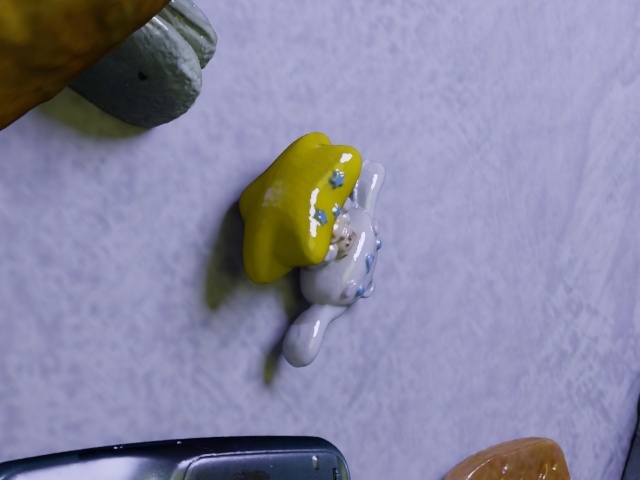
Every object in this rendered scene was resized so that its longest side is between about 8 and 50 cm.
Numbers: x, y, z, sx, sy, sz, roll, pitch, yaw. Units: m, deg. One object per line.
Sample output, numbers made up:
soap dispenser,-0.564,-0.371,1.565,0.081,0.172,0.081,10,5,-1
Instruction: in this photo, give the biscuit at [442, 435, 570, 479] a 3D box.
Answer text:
biscuit,0.108,0.224,0.670,0.142,0.029,0.220,47,58,-22

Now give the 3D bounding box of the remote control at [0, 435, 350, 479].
remote control,-0.073,0.138,0.530,0.222,0.042,0.072,1,81,-38

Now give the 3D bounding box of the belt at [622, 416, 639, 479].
belt,0.334,0.168,0.781,0.184,0.164,0.289,25,68,-5

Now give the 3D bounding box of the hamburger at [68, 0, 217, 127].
hamburger,-0.103,-0.109,0.514,0.121,0.084,0.054,32,67,-29

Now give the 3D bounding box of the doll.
doll,-0.003,0.007,0.600,0.113,0.072,0.135,17,79,-55

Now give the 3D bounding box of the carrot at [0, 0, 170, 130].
carrot,-0.135,-0.168,0.362,0.341,0.241,0.241,-42,111,-7
